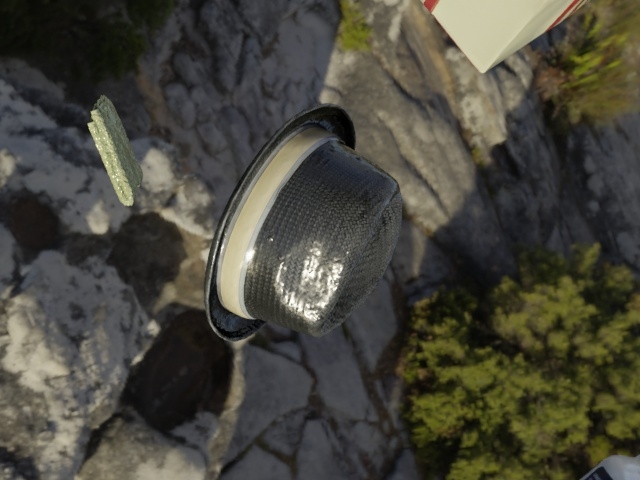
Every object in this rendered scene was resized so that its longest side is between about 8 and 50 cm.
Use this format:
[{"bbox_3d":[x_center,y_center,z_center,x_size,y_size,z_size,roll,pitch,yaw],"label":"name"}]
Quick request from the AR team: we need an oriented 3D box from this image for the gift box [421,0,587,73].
[{"bbox_3d":[0.188,-0.312,0.736,0.276,0.258,0.255,-41,87,-21],"label":"gift box"}]

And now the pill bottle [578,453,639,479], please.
[{"bbox_3d":[0.328,0.336,0.965,0.153,0.264,0.153,45,8,-8],"label":"pill bottle"}]

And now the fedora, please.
[{"bbox_3d":[0.000,0.000,1.103,0.334,0.152,0.334,-49,153,-36],"label":"fedora"}]

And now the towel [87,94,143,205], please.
[{"bbox_3d":[-0.293,-0.131,1.252,0.110,0.027,0.148,-98,173,-65],"label":"towel"}]
